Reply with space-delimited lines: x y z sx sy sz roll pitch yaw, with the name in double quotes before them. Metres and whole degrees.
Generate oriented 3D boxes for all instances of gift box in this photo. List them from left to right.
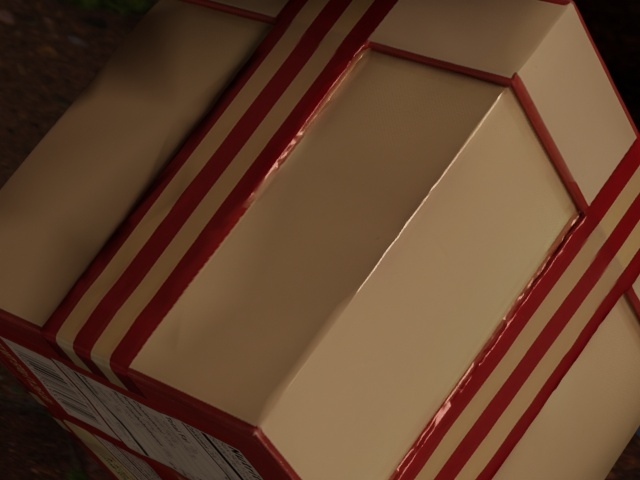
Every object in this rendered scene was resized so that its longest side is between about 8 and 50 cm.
"gift box" 0.000 0.000 0.914 0.276 0.258 0.255 24 157 37

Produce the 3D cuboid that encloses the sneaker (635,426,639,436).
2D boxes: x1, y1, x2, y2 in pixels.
"sneaker" 0.258 0.068 1.031 0.232 0.081 0.090 5 121 37
